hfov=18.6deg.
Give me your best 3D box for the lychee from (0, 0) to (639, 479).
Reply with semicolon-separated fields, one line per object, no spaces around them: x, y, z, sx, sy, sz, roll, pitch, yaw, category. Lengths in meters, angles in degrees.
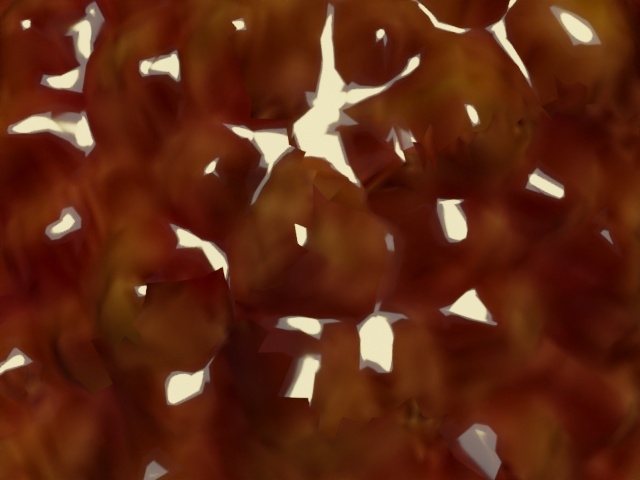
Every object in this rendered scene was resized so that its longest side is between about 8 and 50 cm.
0.000;0.000;0.445;0.264;0.300;0.264;1;25;0;lychee
